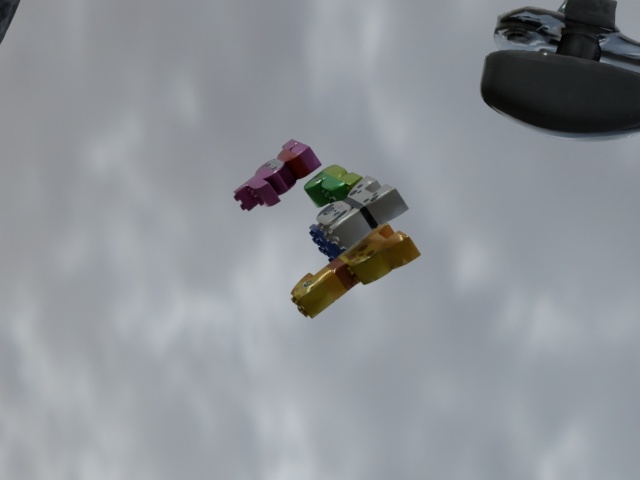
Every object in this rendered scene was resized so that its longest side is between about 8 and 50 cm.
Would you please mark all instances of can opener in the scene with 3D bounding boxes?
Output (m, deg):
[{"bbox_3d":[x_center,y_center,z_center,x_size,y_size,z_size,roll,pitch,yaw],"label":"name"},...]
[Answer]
[{"bbox_3d":[0.236,-0.080,0.926,0.076,0.283,0.095,116,-12,-77],"label":"can opener"}]

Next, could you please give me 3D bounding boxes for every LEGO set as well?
[{"bbox_3d":[0.000,0.000,1.153,0.087,0.093,0.227,55,-9,-20],"label":"LEGO set"}]

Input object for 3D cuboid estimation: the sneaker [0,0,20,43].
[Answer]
[{"bbox_3d":[-0.098,-0.121,0.443,0.075,0.063,0.170,7,-100,62],"label":"sneaker"}]
